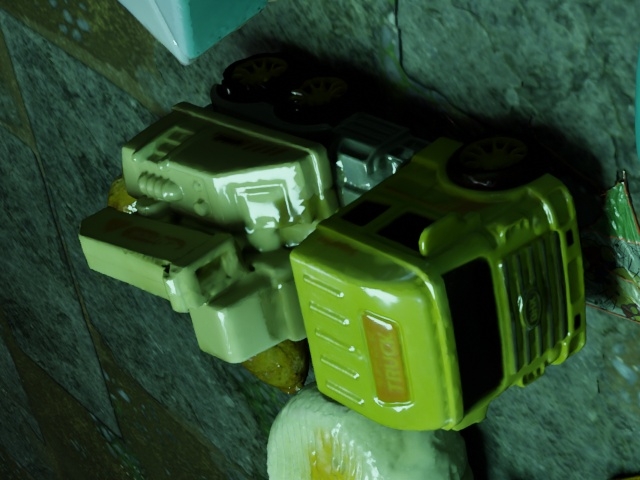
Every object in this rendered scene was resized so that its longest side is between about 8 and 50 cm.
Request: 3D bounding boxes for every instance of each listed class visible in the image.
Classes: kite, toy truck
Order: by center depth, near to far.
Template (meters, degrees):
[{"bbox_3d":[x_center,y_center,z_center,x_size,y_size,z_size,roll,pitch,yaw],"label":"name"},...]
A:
[{"bbox_3d":[0.178,-0.018,1.088,0.244,0.006,0.198,45,153,14],"label":"kite"},{"bbox_3d":[0.000,0.000,1.124,0.405,0.254,0.181,24,138,43],"label":"toy truck"}]

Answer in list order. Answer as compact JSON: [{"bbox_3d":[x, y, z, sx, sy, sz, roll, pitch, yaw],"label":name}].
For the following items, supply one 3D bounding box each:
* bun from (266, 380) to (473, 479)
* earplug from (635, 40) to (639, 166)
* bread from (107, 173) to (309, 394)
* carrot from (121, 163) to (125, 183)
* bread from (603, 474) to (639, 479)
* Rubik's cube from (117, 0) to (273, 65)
[{"bbox_3d":[0.063,0.241,1.436,0.244,0.153,0.244,36,138,40],"label":"bun"},{"bbox_3d":[0.264,-0.016,0.789,0.185,0.185,0.324,9,124,54],"label":"earplug"},{"bbox_3d":[-0.103,0.056,1.550,0.344,0.084,0.124,48,176,7],"label":"bread"},{"bbox_3d":[-0.119,-0.040,1.460,0.193,0.087,0.087,36,150,21],"label":"carrot"},{"bbox_3d":[0.282,0.240,1.149,0.102,0.094,0.245,61,153,3],"label":"bread"},{"bbox_3d":[-0.079,-0.291,0.877,0.221,0.224,0.231,45,161,20],"label":"Rubik's cube"}]
